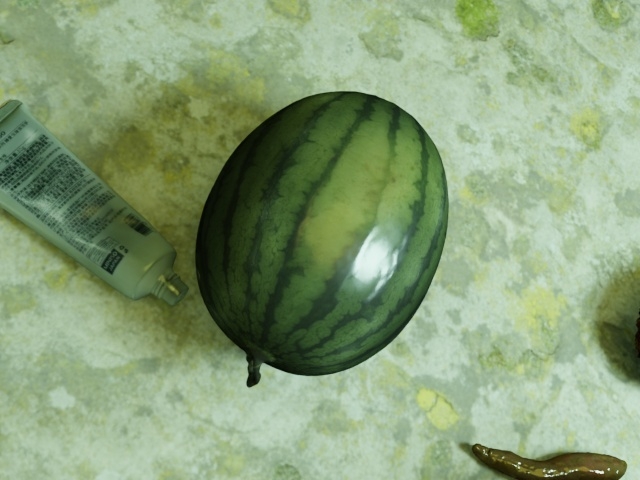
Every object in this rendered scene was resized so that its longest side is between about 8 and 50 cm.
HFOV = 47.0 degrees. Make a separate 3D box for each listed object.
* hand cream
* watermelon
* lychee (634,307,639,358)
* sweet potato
[{"bbox_3d":[-0.299,-0.034,0.907,0.340,0.078,0.124,38,70,7],"label":"hand cream"},{"bbox_3d":[0.000,0.000,0.854,0.278,0.279,0.360,29,67,-5],"label":"watermelon"},{"bbox_3d":[0.525,0.127,1.012,0.187,0.188,0.188,4,74,-13],"label":"lychee"},{"bbox_3d":[0.299,0.299,0.970,0.214,0.050,0.050,6,73,-7],"label":"sweet potato"}]
